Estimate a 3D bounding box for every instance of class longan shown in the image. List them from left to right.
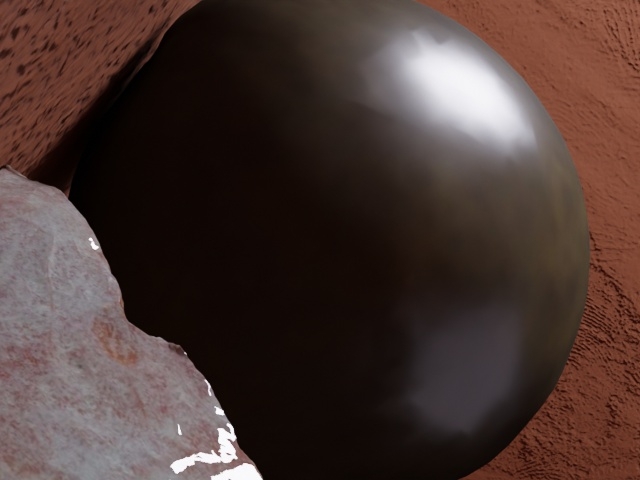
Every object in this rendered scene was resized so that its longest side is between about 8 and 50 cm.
[{"bbox_3d":[0.000,0.000,0.789,0.258,0.258,0.258,-53,-177,3],"label":"longan"}]

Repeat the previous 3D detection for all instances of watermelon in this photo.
[{"bbox_3d":[-0.119,0.082,0.532,0.207,0.136,0.202,-28,-166,46],"label":"watermelon"}]
